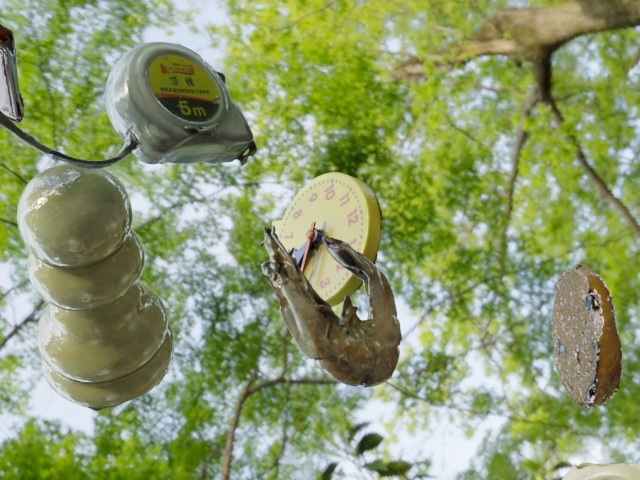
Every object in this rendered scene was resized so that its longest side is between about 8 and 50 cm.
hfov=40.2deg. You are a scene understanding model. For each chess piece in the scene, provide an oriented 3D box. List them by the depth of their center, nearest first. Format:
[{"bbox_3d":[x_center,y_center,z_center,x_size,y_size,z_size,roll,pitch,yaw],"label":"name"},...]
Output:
[{"bbox_3d":[-0.290,0.047,1.112,0.182,0.182,0.330,-31,-37,-30],"label":"chess piece"}]

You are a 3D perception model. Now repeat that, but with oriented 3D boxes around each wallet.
[{"bbox_3d":[-0.496,-0.258,1.226,0.042,0.161,0.195,-57,-2,-31],"label":"wallet"}]

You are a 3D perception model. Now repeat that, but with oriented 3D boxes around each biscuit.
[{"bbox_3d":[0.551,0.197,1.803,0.075,0.296,0.296,-1,-64,-5],"label":"biscuit"}]

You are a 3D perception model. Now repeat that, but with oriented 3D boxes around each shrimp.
[{"bbox_3d":[0.023,0.100,1.539,0.360,0.085,0.247,49,-129,-15],"label":"shrimp"}]

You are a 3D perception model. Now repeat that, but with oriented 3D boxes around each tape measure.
[{"bbox_3d":[-0.228,-0.142,0.935,0.330,0.164,0.084,-5,-30,-43],"label":"tape measure"}]

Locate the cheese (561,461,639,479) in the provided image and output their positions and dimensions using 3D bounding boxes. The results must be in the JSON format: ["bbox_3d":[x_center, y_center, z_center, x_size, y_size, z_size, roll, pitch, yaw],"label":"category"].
[{"bbox_3d":[0.309,0.340,0.884,0.064,0.137,0.227,14,-112,-53],"label":"cheese"}]

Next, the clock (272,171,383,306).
[{"bbox_3d":[-0.002,-0.002,1.759,0.071,0.277,0.293,19,-46,-41],"label":"clock"}]
